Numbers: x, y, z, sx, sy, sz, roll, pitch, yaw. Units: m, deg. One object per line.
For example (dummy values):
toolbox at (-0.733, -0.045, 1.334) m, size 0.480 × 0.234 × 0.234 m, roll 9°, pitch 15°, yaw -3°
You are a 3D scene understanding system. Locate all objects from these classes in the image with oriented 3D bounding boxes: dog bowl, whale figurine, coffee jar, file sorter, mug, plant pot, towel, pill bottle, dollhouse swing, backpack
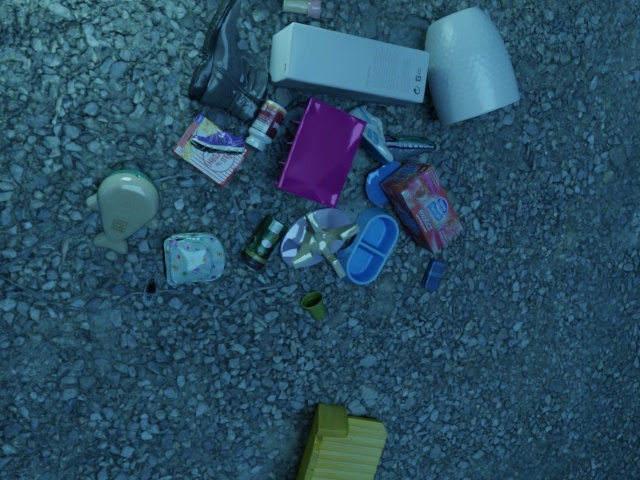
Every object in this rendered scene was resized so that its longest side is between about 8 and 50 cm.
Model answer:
dog bowl at (0.175, 0.026, 1.918) m, size 0.165 × 0.074 × 0.297 m, roll 28°, pitch 90°, yaw -23°
whale figurine at (-0.589, -0.091, 1.601) m, size 0.216 × 0.141 × 0.272 m, roll 18°, pitch 119°, yaw -22°
coffee jar at (-0.187, 0.008, 1.770) m, size 0.079 × 0.096 × 0.184 m, roll 34°, pitch 89°, yaw -20°
file sorter at (-0.021, -0.283, 1.721) m, size 0.202 × 0.182 × 0.291 m, roll 18°, pitch 96°, yaw -24°
mug at (0.521, -0.606, 1.829) m, size 0.374 × 0.276 × 0.328 m, roll -30°, pitch 105°, yaw -44°
plant pot at (-0.017, 0.239, 1.897) m, size 0.083 × 0.083 × 0.079 m, roll -31°, pitch 121°, yaw -11°
towel at (0.437, 0.134, 2.061) m, size 0.067 × 0.029 × 0.120 m, roll 17°, pitch 95°, yaw -22°
pill bottle at (-0.176, -0.364, 1.700) m, size 0.086 × 0.086 × 0.152 m, roll 29°, pitch 92°, yaw -23°
dollhouse swing at (0.089, 0.827, 1.955) m, size 0.304 × 0.315 × 0.347 m, roll 17°, pitch 95°, yaw -2°
backpack at (-0.395, 0.056, 1.681) m, size 0.188 × 0.144 × 0.166 m, roll -6°, pitch 98°, yaw -22°

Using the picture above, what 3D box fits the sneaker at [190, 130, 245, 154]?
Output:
sneaker at (-0.315, -0.305, 1.634) m, size 0.169 × 0.068 × 0.071 m, roll 2°, pitch 85°, yaw -29°

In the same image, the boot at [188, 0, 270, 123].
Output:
boot at (-0.250, -0.549, 1.631) m, size 0.222 × 0.118 × 0.338 m, roll 17°, pitch 106°, yaw -25°

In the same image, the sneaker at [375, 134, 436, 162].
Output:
sneaker at (0.300, -0.318, 1.901) m, size 0.223 × 0.083 × 0.098 m, roll 1°, pitch 121°, yaw -15°

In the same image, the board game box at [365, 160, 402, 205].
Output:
board game box at (0.229, -0.209, 1.903) m, size 0.168 × 0.033 × 0.133 m, roll -32°, pitch 120°, yaw -9°

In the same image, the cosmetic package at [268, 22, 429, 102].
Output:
cosmetic package at (0.085, -0.541, 1.681) m, size 0.452 × 0.230 × 0.162 m, roll 3°, pitch 100°, yaw -21°

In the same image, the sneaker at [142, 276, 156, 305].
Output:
sneaker at (-0.541, 0.168, 1.689) m, size 0.038 × 0.069 × 0.098 m, roll 5°, pitch 100°, yaw -21°

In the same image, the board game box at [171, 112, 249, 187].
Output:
board game box at (-0.344, -0.282, 1.677) m, size 0.193 × 0.045 × 0.147 m, roll 35°, pitch 88°, yaw -23°

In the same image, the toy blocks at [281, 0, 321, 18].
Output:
toy blocks at (0.041, -0.841, 1.573) m, size 0.259 × 0.288 × 0.309 m, roll -1°, pitch 99°, yaw -16°

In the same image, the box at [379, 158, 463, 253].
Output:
box at (0.363, -0.120, 1.894) m, size 0.154 × 0.142 × 0.300 m, roll -40°, pitch 122°, yaw -9°

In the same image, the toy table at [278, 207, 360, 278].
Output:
toy table at (0.000, 0.000, 1.803) m, size 0.274 × 0.161 × 0.252 m, roll -42°, pitch 112°, yaw -6°

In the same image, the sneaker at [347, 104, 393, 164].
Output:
sneaker at (0.178, -0.357, 1.796) m, size 0.092 × 0.087 × 0.229 m, roll -37°, pitch 86°, yaw -11°
